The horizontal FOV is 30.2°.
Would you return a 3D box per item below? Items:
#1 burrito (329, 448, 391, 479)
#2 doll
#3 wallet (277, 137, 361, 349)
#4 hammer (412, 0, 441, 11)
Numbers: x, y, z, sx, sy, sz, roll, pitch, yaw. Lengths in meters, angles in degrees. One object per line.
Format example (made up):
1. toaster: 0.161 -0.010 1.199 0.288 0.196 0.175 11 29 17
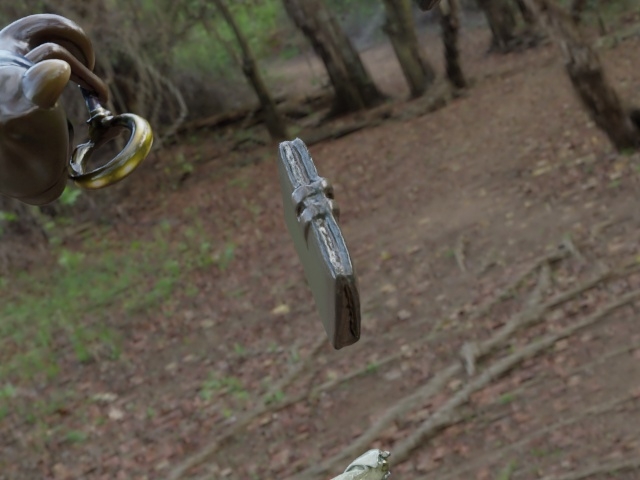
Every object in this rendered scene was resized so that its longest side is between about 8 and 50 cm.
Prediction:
1. burrito: 0.001 0.279 1.237 0.185 0.045 0.041 -32 32 -27
2. doll: -0.411 -0.173 1.640 0.317 0.209 0.340 -18 26 -9
3. wallet: 0.000 0.000 0.970 0.038 0.153 0.118 -15 -32 -7
4. hammer: -0.017 -0.179 0.579 0.078 0.201 0.021 -40 -14 -29
